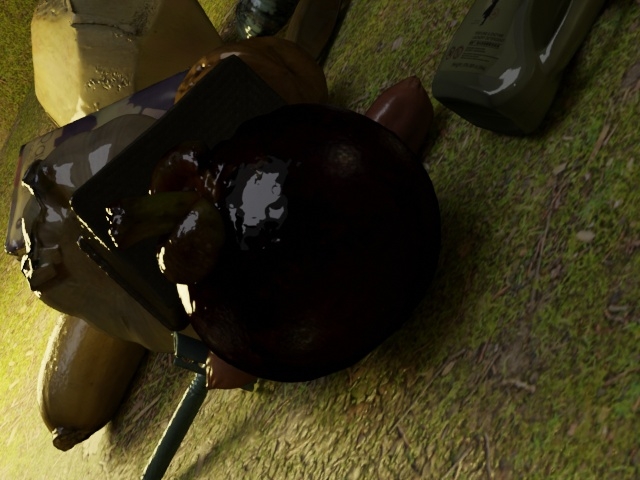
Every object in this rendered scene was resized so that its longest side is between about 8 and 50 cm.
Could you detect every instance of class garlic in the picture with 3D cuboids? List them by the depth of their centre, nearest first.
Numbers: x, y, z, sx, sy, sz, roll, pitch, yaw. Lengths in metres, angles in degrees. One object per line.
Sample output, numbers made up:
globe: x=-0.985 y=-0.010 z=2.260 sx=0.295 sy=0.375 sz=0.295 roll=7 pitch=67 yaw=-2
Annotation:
garlic: x=-0.228 y=-0.010 z=1.896 sx=0.322 sy=0.322 sz=0.241 roll=-44 pitch=18 yaw=33

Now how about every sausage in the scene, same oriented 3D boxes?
sausage: x=0.000 y=0.001 z=1.670 sx=0.433 sy=0.088 sz=0.088 roll=-56 pitch=22 yaw=2

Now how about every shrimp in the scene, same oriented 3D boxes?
shrimp: x=-0.045 y=-0.481 z=2.292 sx=0.372 sy=0.172 sz=0.137 roll=-62 pitch=15 yaw=10

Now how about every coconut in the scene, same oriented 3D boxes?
coconut: x=-0.324 y=-0.308 z=2.510 sx=0.352 sy=0.353 sz=0.352 roll=-46 pitch=25 yaw=29

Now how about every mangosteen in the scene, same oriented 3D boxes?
mangosteen: x=-0.029 y=-0.008 z=1.473 sx=0.297 sy=0.293 sz=0.297 roll=-47 pitch=0 yaw=0

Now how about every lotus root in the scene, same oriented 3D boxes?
lotus root: x=-0.324 y=0.153 z=2.099 sx=0.146 sy=0.131 sz=0.303 roll=-14 pitch=48 yaw=59

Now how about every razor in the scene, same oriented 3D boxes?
razor: x=-0.174 y=0.223 z=1.767 sx=0.232 sy=0.106 sz=0.068 roll=-60 pitch=19 yaw=22

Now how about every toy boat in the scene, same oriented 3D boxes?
toy boat: x=-0.013 y=-0.316 z=2.153 sx=0.206 sy=0.064 sz=0.072 roll=-68 pitch=9 yaw=-23

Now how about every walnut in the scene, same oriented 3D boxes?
walnut: x=-0.092 y=-0.182 z=1.973 sx=0.222 sy=0.195 sz=0.195 roll=-29 pitch=36 yaw=58

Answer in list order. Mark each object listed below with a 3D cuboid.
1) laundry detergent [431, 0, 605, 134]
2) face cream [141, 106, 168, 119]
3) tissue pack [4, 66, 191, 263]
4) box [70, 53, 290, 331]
laundry detergent: x=0.224 y=-0.235 z=1.492 sx=0.253 sy=0.091 sz=0.181 roll=-59 pitch=23 yaw=-4
face cream: x=-0.287 y=-0.071 z=2.078 sx=0.273 sy=0.096 sz=0.154 roll=-59 pitch=29 yaw=-11
tissue pack: x=-0.320 y=-0.098 z=2.263 sx=0.344 sy=0.125 sz=0.242 roll=-21 pitch=46 yaw=22
box: x=-0.141 y=-0.054 z=1.716 sx=0.273 sy=0.184 sz=0.143 roll=-45 pitch=-9 yaw=-13
